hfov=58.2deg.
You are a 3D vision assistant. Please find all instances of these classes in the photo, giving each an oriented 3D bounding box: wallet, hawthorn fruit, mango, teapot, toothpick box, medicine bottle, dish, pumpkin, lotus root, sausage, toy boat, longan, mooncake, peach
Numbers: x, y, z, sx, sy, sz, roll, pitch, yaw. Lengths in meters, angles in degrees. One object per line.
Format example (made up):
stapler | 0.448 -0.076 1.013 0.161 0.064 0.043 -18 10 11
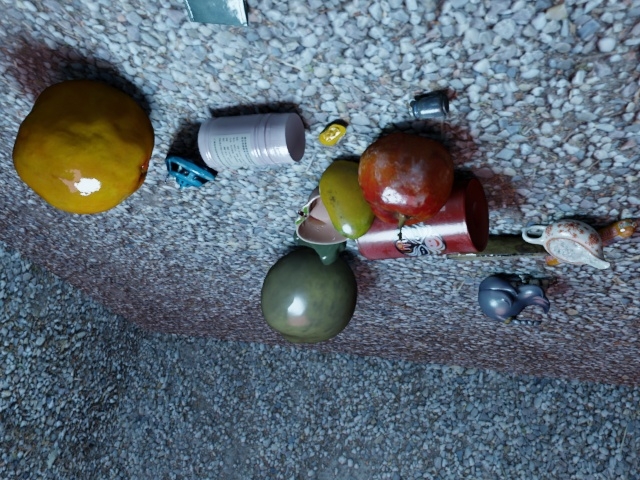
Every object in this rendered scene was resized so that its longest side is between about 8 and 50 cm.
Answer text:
wallet | -0.209 -0.471 1.144 0.129 0.026 0.088 8 151 10
hawthorn fruit | 0.209 -0.122 1.419 0.242 0.272 0.242 1 157 0
mango | 0.084 -0.115 1.566 0.151 0.221 0.120 -24 166 -1
teapot | 0.708 0.001 1.651 0.245 0.116 0.159 12 160 35
teapot | 0.247 -0.303 1.294 0.083 0.063 0.049 -1 121 30
toothpick box | 0.280 -0.054 1.616 0.333 0.204 0.204 -5 151 33
medicine bottle | -0.174 -0.256 1.466 0.249 0.133 0.133 -1 153 23
dish | 0.019 -0.089 1.731 0.213 0.090 0.213 -4 137 -4
pumpkin | 0.032 -0.274 1.457 0.050 0.028 0.083 30 141 -32
lotus root | 0.565 0.021 1.815 0.329 0.078 0.167 -3 175 25
sausage | 0.791 0.011 1.711 0.053 0.053 0.348 19 154 -16
toy boat | -0.378 -0.182 1.622 0.134 0.092 0.299 26 179 -21
longan | -0.042 0.208 2.135 0.336 0.404 0.404 44 173 32
mooncake | 0.000 0.000 1.900 0.168 0.175 0.104 -18 153 0
peach | -0.585 -0.228 1.458 0.301 0.343 0.343 22 153 -17

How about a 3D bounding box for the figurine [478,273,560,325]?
figurine | 0.694 0.200 2.036 0.265 0.197 0.175 0 129 33

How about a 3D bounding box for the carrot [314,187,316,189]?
carrot | 0.035 -0.109 1.801 0.037 0.037 0.190 -7 149 35
